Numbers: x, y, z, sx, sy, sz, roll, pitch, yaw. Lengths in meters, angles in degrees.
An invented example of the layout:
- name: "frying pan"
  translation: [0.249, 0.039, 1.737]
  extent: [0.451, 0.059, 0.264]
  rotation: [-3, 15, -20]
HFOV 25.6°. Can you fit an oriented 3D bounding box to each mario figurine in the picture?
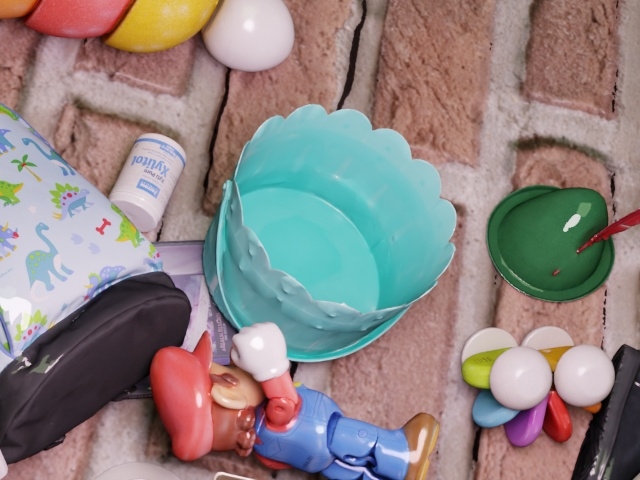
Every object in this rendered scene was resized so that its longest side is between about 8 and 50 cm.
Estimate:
- name: "mario figurine"
  translation: [-0.030, 0.175, 1.557]
  extent: [0.320, 0.198, 0.170]
  rotation: [19, 20, -3]

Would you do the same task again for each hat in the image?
- name: "hat"
  translation: [0.335, -0.040, 1.797]
  extent: [0.208, 0.183, 0.173]
  rotation: [-26, 72, -25]

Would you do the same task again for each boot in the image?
- name: "boot"
  translation: [0.429, 0.261, 1.716]
  extent: [0.207, 0.094, 0.246]
  rotation: [25, 54, 3]

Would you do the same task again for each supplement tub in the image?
- name: "supplement tub"
  translation: [-0.214, -0.072, 1.736]
  extent: [0.071, 0.071, 0.107]
  rotation: [22, 59, -3]

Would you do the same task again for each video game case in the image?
- name: "video game case"
  translation: [-0.191, 0.092, 1.683]
  extent: [0.274, 0.026, 0.196]
  rotation: [-2, 64, -17]

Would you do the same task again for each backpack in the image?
- name: "backpack"
  translation: [-0.351, 0.018, 1.538]
  extent: [0.355, 0.273, 0.290]
  rotation: [35, 43, 24]

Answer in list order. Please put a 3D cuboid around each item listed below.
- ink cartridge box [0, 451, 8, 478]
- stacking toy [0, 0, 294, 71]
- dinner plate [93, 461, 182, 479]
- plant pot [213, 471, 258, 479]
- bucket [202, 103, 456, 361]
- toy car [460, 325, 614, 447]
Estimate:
- name: "ink cartridge box"
  translation: [-0.501, 0.221, 1.420]
  extent: [0.261, 0.066, 0.296]
  rotation: [-35, 41, -27]
- name: "stacking toy"
  translation: [-0.246, -0.353, 1.793]
  extent: [0.480, 0.350, 0.351]
  rotation: [28, 58, -22]
- name: "dinner plate"
  translation: [-0.202, 0.313, 1.571]
  extent: [0.141, 0.017, 0.141]
  rotation: [6, 63, -12]
- name: "plant pot"
  translation: [-0.080, 0.329, 1.547]
  extent: [0.109, 0.096, 0.109]
  rotation: [14, 61, -8]
- name: "bucket"
  translation: [0.000, 0.000, 1.670]
  extent: [0.281, 0.183, 0.281]
  rotation: [11, 59, -19]
- name: "toy car"
  translation: [0.257, 0.181, 1.702]
  extent: [0.182, 0.159, 0.136]
  rotation: [-1, 100, -15]
